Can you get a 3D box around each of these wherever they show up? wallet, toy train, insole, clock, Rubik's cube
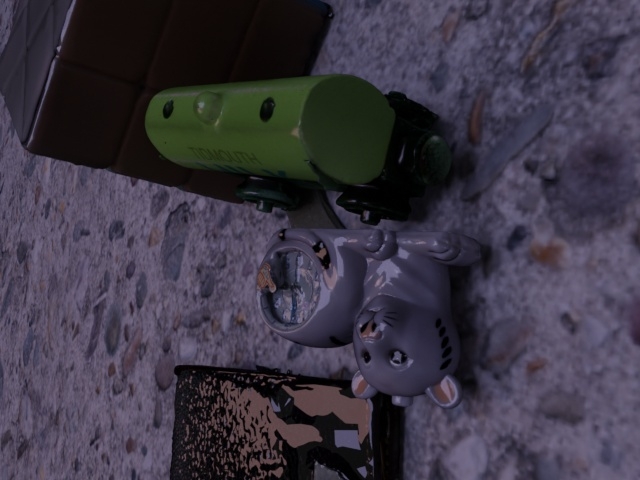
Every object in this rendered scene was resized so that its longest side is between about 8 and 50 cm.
[{"bbox_3d":[-0.047,0.218,0.549,0.262,0.071,0.221,-5,77,44],"label":"wallet"},{"bbox_3d":[-0.030,-0.077,0.506,0.253,0.157,0.105,12,87,48],"label":"toy train"},{"bbox_3d":[0.000,0.000,0.580,0.063,0.010,0.192,-49,47,32],"label":"insole"},{"bbox_3d":[0.025,0.052,0.472,0.176,0.080,0.117,2,83,39],"label":"clock"},{"bbox_3d":[-0.168,-0.196,0.661,0.231,0.225,0.221,44,115,48],"label":"Rubik's cube"}]
